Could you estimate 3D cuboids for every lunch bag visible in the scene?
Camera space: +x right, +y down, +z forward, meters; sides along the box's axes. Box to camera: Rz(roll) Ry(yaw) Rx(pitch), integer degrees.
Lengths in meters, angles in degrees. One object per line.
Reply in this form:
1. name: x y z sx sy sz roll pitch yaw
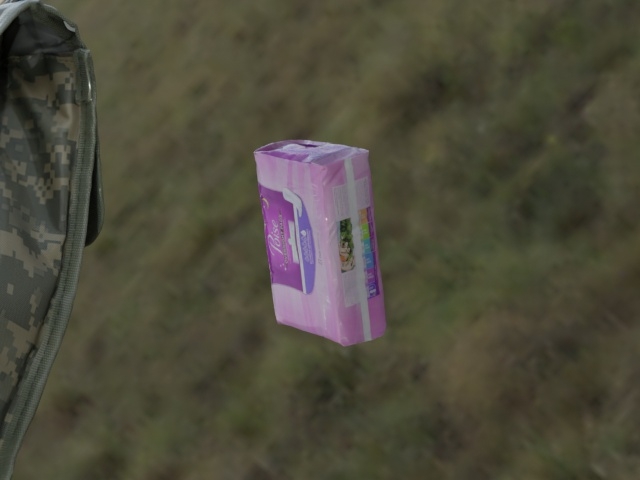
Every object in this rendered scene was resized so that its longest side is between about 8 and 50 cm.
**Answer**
1. lunch bag: -0.260 -0.007 1.152 0.235 0.169 0.287 -2 64 42

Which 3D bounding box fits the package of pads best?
1. package of pads: 0.000 0.000 0.807 0.032 0.083 0.050 -20 21 -36
